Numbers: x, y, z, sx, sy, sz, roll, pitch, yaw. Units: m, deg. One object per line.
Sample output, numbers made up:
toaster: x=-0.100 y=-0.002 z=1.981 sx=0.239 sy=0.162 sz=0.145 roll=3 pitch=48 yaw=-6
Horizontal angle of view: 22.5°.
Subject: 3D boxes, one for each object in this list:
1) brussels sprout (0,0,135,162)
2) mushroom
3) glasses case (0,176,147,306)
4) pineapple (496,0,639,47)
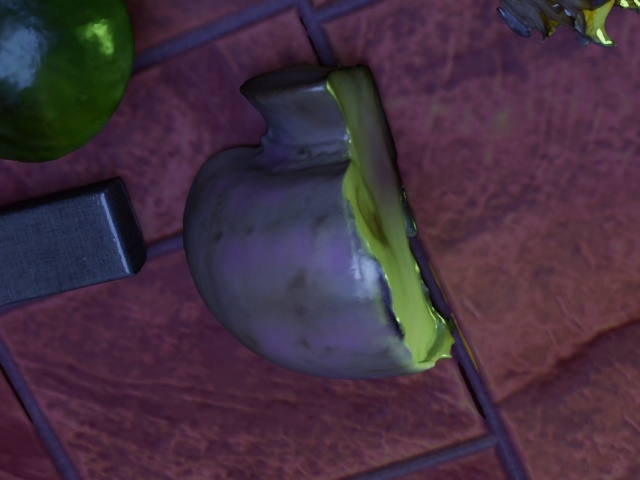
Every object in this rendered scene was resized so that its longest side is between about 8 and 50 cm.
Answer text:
brussels sprout: x=-0.209 y=-0.142 z=1.078 sx=0.181 sy=0.143 sz=0.161 roll=41 pitch=150 yaw=-11
mushroom: x=-0.025 y=0.012 z=1.104 sx=0.173 sy=0.162 sz=0.236 roll=-14 pitch=109 yaw=12
glasses case: x=-0.236 y=0.011 z=1.198 sx=0.205 sy=0.047 sz=0.070 roll=-13 pitch=107 yaw=14
pineapple: x=0.185 y=-0.256 z=0.816 sx=0.286 sy=0.344 sz=0.209 roll=-45 pitch=75 yaw=-2
